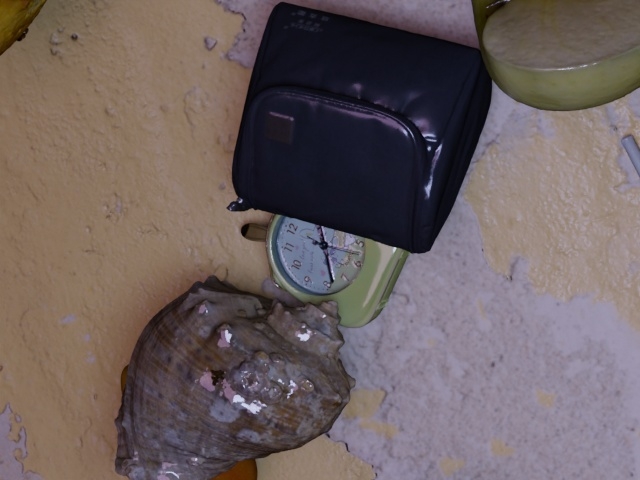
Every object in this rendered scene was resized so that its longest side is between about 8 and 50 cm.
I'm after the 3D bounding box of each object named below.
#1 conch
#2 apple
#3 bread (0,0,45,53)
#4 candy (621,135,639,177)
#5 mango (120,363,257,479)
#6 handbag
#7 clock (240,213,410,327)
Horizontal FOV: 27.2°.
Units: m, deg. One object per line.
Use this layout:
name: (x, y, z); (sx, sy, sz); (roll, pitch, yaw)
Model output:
conch: (-0.136, 0.165, 1.712); (0.352, 0.210, 0.297); (-30, 49, -10)
apple: (0.302, -0.297, 1.553); (0.258, 0.233, 0.295); (-16, 81, 6)
bread: (-0.524, -0.395, 1.753); (0.398, 0.398, 0.215); (36, 118, 12)
candy: (0.459, 0.033, 1.619); (0.124, 0.124, 0.365); (-28, 77, 21)
mango: (-0.187, 0.264, 1.847); (0.113, 0.138, 0.253); (-46, 78, 3)
handbag: (0.036, -0.140, 1.661); (0.302, 0.178, 0.275); (17, 76, 15)
clock: (0.000, 0.000, 1.785); (0.232, 0.069, 0.170); (28, 106, 16)
